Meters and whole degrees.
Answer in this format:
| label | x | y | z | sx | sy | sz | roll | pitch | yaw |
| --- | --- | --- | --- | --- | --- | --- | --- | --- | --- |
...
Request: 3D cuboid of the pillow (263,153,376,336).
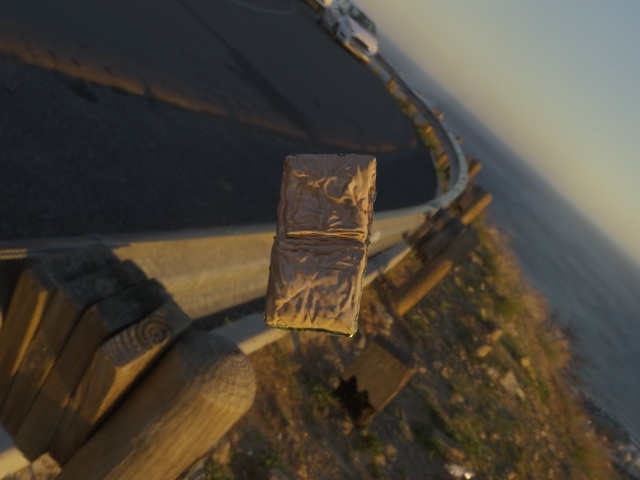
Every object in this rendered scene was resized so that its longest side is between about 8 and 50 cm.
| label | x | y | z | sx | sy | sz | roll | pitch | yaw |
| --- | --- | --- | --- | --- | --- | --- | --- | --- | --- |
| pillow | 0.000 | 0.000 | 0.891 | 0.126 | 0.233 | 0.043 | 6 | -12 | 9 |
